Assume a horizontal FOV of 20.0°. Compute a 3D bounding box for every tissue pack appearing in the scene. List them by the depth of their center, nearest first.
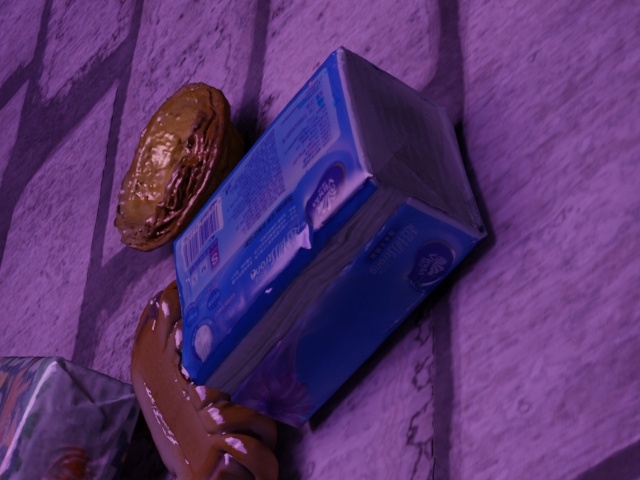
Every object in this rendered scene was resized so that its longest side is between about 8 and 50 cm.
[{"bbox_3d":[0.000,0.000,1.572,0.263,0.146,0.198,-47,31,27],"label":"tissue pack"},{"bbox_3d":[-0.301,0.240,1.881,0.311,0.128,0.228,-8,62,69],"label":"tissue pack"}]

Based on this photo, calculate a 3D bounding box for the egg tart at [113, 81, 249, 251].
[{"bbox_3d":[-0.149,-0.073,1.983,0.212,0.090,0.212,-43,30,33],"label":"egg tart"}]

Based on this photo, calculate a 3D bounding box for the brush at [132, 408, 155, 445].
[{"bbox_3d":[-0.104,0.158,1.748,0.248,0.036,0.043,-22,52,47],"label":"brush"}]

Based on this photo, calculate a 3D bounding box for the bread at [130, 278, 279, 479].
[{"bbox_3d":[-0.104,0.148,1.649,0.134,0.081,0.225,-57,49,41],"label":"bread"}]
